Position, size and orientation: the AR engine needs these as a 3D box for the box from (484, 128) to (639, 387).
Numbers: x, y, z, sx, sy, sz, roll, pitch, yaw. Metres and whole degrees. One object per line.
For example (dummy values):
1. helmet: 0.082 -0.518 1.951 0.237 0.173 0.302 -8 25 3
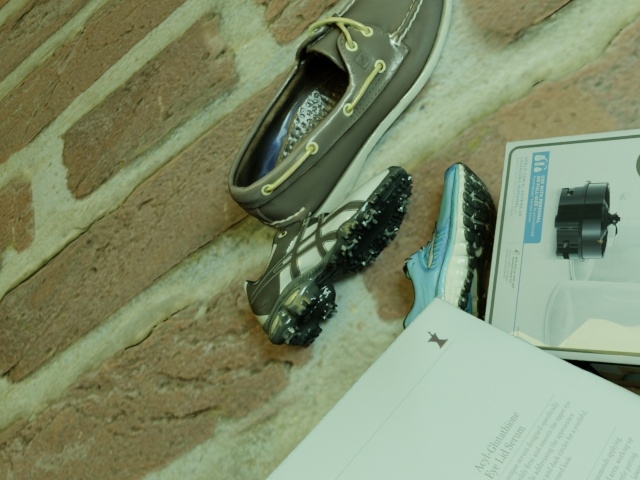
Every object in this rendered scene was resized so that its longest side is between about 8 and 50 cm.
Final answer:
1. box: 0.264 0.012 0.456 0.289 0.087 0.169 0 69 35

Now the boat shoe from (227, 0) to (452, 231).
1. boat shoe: 0.021 -0.159 0.702 0.116 0.096 0.324 30 88 39

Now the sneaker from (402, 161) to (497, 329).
1. sneaker: 0.099 0.009 0.592 0.073 0.063 0.162 -2 68 38

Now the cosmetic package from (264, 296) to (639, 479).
1. cosmetic package: 0.074 0.217 0.325 0.284 0.097 0.377 28 48 28

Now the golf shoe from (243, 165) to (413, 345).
1. golf shoe: 0.000 0.000 0.651 0.198 0.077 0.094 -51 58 4
